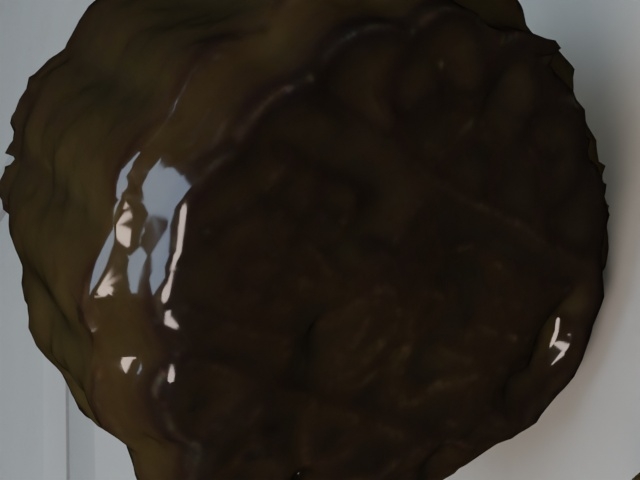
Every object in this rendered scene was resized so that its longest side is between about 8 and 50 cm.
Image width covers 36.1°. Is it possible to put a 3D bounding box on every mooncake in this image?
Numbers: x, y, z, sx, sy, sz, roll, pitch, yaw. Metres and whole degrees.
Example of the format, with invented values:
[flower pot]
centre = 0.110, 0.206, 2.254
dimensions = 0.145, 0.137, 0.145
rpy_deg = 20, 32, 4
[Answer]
[mooncake]
centre = 0.000, 0.001, 0.540
dimensions = 0.187, 0.323, 0.324
rpy_deg = 35, 111, 53

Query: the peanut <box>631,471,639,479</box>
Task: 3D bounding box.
[peanut]
centre = 0.210, 0.100, 0.403
dimensions = 0.226, 0.095, 0.108
rpy_deg = -51, 27, 43
